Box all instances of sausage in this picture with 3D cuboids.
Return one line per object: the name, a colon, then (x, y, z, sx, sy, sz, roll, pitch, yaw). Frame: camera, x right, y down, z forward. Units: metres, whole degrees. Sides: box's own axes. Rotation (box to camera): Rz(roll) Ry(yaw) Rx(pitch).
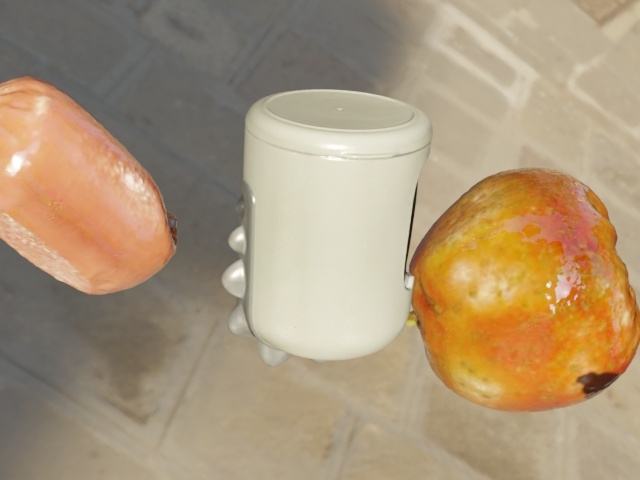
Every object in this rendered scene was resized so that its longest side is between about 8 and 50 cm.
sausage: (-0.233, -0.045, 1.080, 0.254, 0.148, 0.148, 47, 26, -32)

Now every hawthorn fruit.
hawthorn fruit: (0.311, 0.085, 1.920, 0.403, 0.403, 0.402, 25, 36, -19)

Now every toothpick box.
toothpick box: (0.000, 0.000, 1.338, 0.229, 0.316, 0.229, 4, 21, -2)
